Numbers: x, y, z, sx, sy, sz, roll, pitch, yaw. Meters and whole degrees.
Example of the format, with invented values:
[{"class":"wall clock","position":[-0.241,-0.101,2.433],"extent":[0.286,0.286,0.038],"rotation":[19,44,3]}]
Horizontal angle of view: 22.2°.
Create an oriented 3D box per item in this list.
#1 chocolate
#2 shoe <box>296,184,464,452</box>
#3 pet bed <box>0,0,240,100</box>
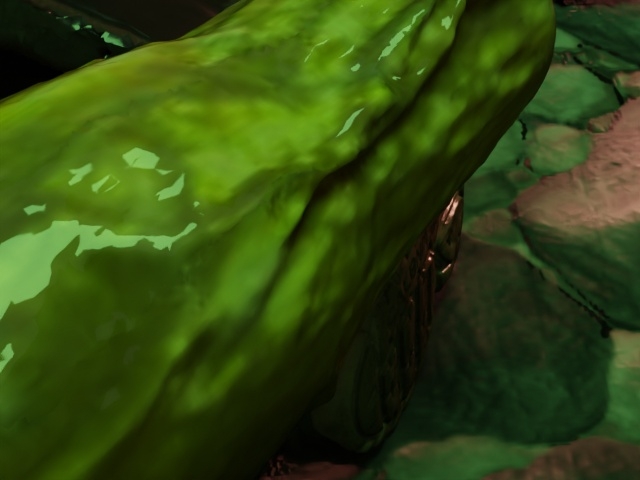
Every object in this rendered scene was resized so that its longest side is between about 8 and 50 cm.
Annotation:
[{"class":"chocolate","position":[-0.096,0.042,0.459],"extent":[0.445,0.162,0.162],"rotation":[-40,51,-22]},{"class":"shoe","position":[0.000,0.000,0.625],"extent":[0.092,0.089,0.180],"rotation":[8,37,12]},{"class":"pet bed","position":[-0.128,-0.096,0.717],"extent":[0.183,0.159,0.211],"rotation":[23,40,-9]}]
